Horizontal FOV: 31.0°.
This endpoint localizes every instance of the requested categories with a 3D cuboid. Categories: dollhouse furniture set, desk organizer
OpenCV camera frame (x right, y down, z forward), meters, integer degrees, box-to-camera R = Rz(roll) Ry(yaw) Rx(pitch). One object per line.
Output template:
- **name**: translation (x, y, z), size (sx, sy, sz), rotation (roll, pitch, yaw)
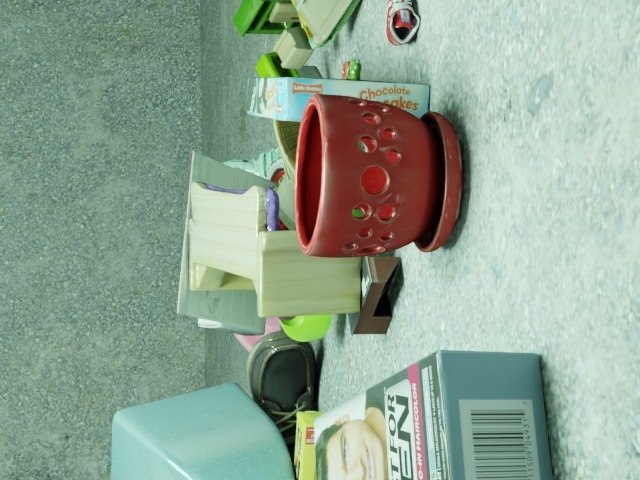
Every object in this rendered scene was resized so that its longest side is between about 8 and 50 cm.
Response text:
- **dollhouse furniture set**: translation (0.009, -0.397, 1.923), size (0.301, 0.151, 0.197), rotation (-51, 57, 43)
- **desk organizer**: translation (0.076, 0.078, 1.598), size (0.130, 0.050, 0.047), rotation (106, 160, -50)

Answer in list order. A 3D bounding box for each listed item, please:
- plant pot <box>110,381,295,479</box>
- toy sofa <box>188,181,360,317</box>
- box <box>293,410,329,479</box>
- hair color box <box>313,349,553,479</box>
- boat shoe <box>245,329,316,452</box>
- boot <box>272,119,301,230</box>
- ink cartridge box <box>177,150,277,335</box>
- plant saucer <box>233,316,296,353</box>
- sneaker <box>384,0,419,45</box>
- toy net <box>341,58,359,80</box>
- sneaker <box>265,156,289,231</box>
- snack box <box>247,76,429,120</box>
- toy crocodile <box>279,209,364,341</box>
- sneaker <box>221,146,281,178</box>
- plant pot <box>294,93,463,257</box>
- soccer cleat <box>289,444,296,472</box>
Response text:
- **plant pot**: translation (-0.175, 0.413, 1.883), size (0.252, 0.247, 0.248), rotation (27, 118, 47)
- **toy sofa**: translation (-0.076, 0.004, 1.696), size (0.362, 0.150, 0.177), rotation (-172, 82, -67)
- **box**: translation (0.001, 0.389, 1.845), size (0.058, 0.087, 0.232), rotation (-135, 49, -70)
- **hair color box**: translation (0.105, 0.247, 1.222), size (0.374, 0.114, 0.185), rotation (134, 136, -64)
- **boat shoe**: translation (-0.057, 0.306, 2.076), size (0.355, 0.132, 0.130), rotation (91, 161, -44)
- **boot**: translation (-0.045, -0.118, 1.963), size (0.213, 0.077, 0.165), rotation (67, 156, 3)
- **ink cartridge box**: translation (-0.171, 0.010, 1.943), size (0.060, 0.239, 0.275), rotation (-3, 77, 34)
- **plant saucer**: translation (-0.125, 0.076, 2.214), size (0.332, 0.084, 0.332), rotation (44, 149, 36)
- **sneaker**: translation (0.105, -0.314, 1.519), size (0.067, 0.042, 0.118), rotation (-119, 24, -74)
- **toy net**: translation (0.018, -0.228, 1.908), size (0.232, 0.045, 0.122), rotation (175, 96, -78)
- **sneaker**: translation (-0.067, -0.050, 2.167), size (0.279, 0.107, 0.118), rotation (108, 151, -59)
- **snack box**: translation (0.013, -0.193, 1.590), size (0.322, 0.187, 0.060), rotation (-147, 59, -75)
- **toy crocodile**: translation (0.000, 0.000, 1.830), size (0.115, 0.105, 0.340), rotation (-114, 28, -63)
- **sneaker**: translation (-0.125, -0.136, 2.312), size (0.256, 0.151, 0.094), rotation (130, 141, -69)
- **plant pot**: translation (0.066, -0.075, 1.366), size (0.191, 0.174, 0.191), rotation (180, 90, -78)
- **soccer cleat**: translation (-0.026, 0.469, 1.981), size (0.116, 0.109, 0.318), rotation (43, 130, 35)
